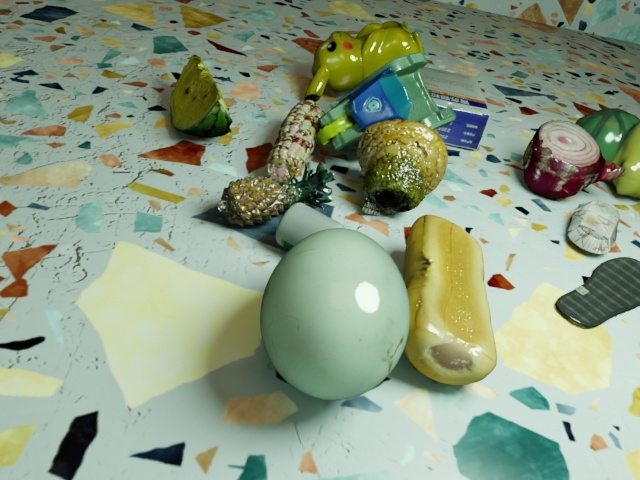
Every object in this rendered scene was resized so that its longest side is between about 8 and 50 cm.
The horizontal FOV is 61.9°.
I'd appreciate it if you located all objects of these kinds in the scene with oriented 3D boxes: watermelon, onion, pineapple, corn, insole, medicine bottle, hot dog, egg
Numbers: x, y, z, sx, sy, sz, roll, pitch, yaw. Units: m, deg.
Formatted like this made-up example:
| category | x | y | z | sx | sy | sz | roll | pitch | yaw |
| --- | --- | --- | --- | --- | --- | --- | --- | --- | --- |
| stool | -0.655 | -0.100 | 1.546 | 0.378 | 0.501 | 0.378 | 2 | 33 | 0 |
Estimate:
| category | x | y | z | sx | sy | sz | roll | pitch | yaw |
| --- | --- | --- | --- | --- | --- | --- | --- | --- | --- |
| watermelon | -0.251 | -0.293 | 1.129 | 0.123 | 0.129 | 0.301 | -2 | 33 | -24 |
| onion | 0.580 | -0.169 | 1.230 | 0.218 | 0.139 | 0.195 | 19 | 40 | 7 |
| pineapple | -0.078 | -0.080 | 0.925 | 0.221 | 0.103 | 0.083 | -15 | 44 | -32 |
| corn | -0.047 | -0.211 | 1.119 | 0.092 | 0.092 | 0.280 | 14 | 37 | 1 |
| insole | 0.526 | 0.089 | 0.973 | 0.310 | 0.012 | 0.110 | -16 | 46 | -35 |
| medicine bottle | 0.000 | 0.000 | 0.861 | 0.130 | 0.080 | 0.080 | 30 | 39 | 20 |
| hot dog | 0.570 | -0.027 | 1.110 | 0.099 | 0.053 | 0.192 | 26 | 41 | 19 |
| egg | 0.020 | 0.081 | 0.673 | 0.183 | 0.182 | 0.264 | 13 | 30 | 0 |

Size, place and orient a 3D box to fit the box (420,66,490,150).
| category | x | y | z | sx | sy | sz | roll | pitch | yaw |
| --- | --- | --- | --- | --- | --- | --- | --- | --- | --- |
| box | 0.326 | -0.369 | 1.439 | 0.200 | 0.106 | 0.299 | 12 | 35 | 0 |

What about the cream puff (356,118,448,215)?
| category | x | y | z | sx | sy | sz | roll | pitch | yaw |
| --- | --- | --- | --- | --- | --- | --- | --- | --- | --- |
| cream puff | 0.144 | -0.121 | 1.029 | 0.183 | 0.183 | 0.169 | 17 | 59 | 4 |

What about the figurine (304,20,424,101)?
| category | x | y | z | sx | sy | sz | roll | pitch | yaw |
| --- | --- | --- | --- | --- | --- | --- | --- | --- | --- |
| figurine | 0.104 | -0.485 | 1.434 | 0.327 | 0.169 | 0.218 | -9 | 31 | 1 |

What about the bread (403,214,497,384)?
| category | x | y | z | sx | sy | sz | roll | pitch | yaw |
| --- | --- | --- | --- | --- | --- | --- | --- | --- | --- |
| bread | 0.183 | 0.080 | 0.802 | 0.142 | 0.091 | 0.305 | 31 | 35 | -9 |

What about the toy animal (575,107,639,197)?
| category | x | y | z | sx | sy | sz | roll | pitch | yaw |
| --- | --- | --- | --- | --- | --- | --- | --- | --- | --- |
| toy animal | 0.777 | -0.212 | 1.304 | 0.216 | 0.191 | 0.338 | -19 | 47 | -36 |

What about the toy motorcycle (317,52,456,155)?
| category | x | y | z | sx | sy | sz | roll | pitch | yaw |
| --- | --- | --- | --- | --- | --- | --- | --- | --- | --- |
| toy motorcycle | 0.147 | -0.287 | 1.146 | 0.326 | 0.200 | 0.191 | -28 | 90 | -43 |
